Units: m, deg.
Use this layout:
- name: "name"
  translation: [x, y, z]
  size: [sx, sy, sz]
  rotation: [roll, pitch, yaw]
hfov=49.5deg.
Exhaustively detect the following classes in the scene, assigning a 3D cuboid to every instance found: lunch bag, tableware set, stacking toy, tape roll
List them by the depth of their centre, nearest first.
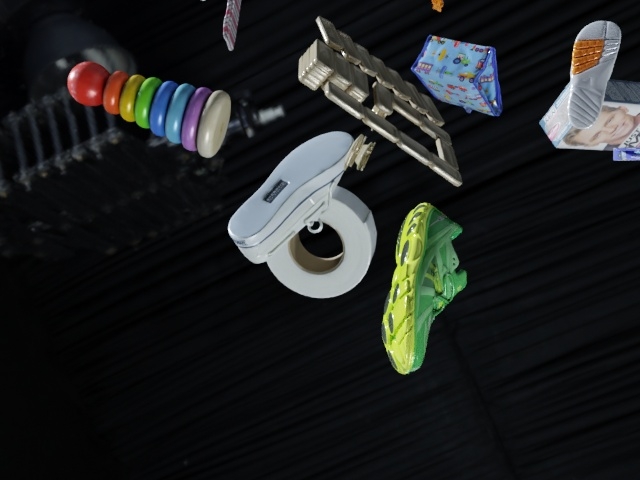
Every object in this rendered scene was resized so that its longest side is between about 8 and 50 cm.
- name: "tableware set"
  translation: [0.086, -0.183, 1.187]
  size: [0.020, 0.141, 0.168]
  rotation: [30, -167, 7]
- name: "stacking toy"
  translation: [-0.359, -0.280, 1.428]
  size: [0.141, 0.330, 0.141]
  rotation: [16, -90, -88]
- name: "tape roll"
  translation: [0.000, 0.000, 1.777]
  size: [0.286, 0.286, 0.100]
  rotation: [64, -159, -14]
- name: "lunch bag"
  translation: [0.445, -0.485, 2.186]
  size: [0.220, 0.138, 0.293]
  rotation: [22, 167, 31]

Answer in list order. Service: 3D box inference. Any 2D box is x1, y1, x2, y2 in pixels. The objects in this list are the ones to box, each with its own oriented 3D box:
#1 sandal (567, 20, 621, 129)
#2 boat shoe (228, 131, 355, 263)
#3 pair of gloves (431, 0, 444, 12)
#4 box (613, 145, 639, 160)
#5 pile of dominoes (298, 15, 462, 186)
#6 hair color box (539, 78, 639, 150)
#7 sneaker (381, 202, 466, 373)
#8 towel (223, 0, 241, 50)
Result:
- name: "sandal"
  translation: [0.652, -0.398, 1.693]
  size: [0.076, 0.101, 0.266]
  rotation: [5, -81, -75]
- name: "boat shoe"
  translation: [-0.041, -0.083, 1.574]
  size: [0.135, 0.367, 0.157]
  rotation: [26, 154, 36]
- name: "pair of gloves"
  translation: [0.199, -0.469, 1.316]
  size: [0.083, 0.010, 0.074]
  rotation: [36, 174, 10]
- name: "box"
  translation: [0.642, -0.173, 1.373]
  size: [0.081, 0.136, 0.028]
  rotation: [7, 105, 50]
- name: "pile of dominoes"
  translation: [0.081, -0.185, 0.957]
  size: [0.251, 0.040, 0.196]
  rotation: [30, -144, -26]
- name: "hair color box"
  translation: [0.791, -0.337, 1.888]
  size: [0.174, 0.347, 0.105]
  rotation: [117, 143, -45]
- name: "sneaker"
  translation: [0.179, 0.076, 1.134]
  size: [0.109, 0.123, 0.296]
  rotation: [127, 160, -63]
- name: "towel"
  translation: [-0.273, -0.696, 2.137]
  size: [0.144, 0.029, 0.197]
  rotation: [100, 179, -89]
